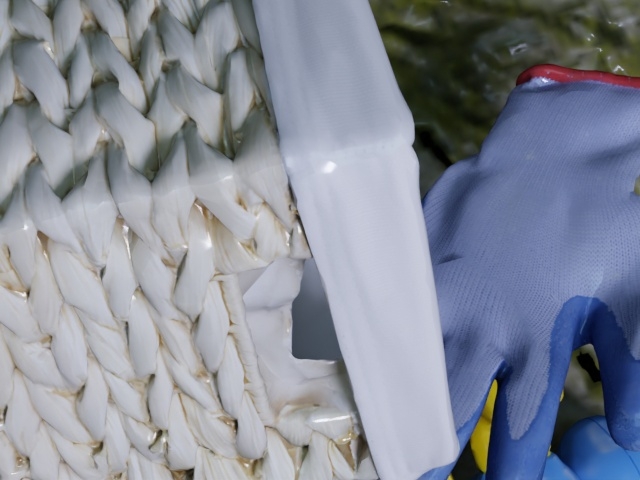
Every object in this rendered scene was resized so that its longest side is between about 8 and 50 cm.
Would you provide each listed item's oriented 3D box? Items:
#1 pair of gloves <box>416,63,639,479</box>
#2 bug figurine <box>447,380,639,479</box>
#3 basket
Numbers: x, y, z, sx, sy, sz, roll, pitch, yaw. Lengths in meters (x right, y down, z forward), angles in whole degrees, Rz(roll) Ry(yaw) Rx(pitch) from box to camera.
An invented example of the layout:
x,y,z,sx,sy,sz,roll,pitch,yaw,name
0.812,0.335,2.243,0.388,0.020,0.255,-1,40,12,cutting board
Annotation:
x,y,z,sx,sy,sz,roll,pitch,yaw,name
0.000,0.000,0.520,0.198,0.023,0.159,11,50,18,pair of gloves
0.047,0.171,0.482,0.216,0.072,0.279,-15,70,-18,bug figurine
-0.038,-0.028,0.459,0.103,0.113,0.167,-14,46,-2,basket
